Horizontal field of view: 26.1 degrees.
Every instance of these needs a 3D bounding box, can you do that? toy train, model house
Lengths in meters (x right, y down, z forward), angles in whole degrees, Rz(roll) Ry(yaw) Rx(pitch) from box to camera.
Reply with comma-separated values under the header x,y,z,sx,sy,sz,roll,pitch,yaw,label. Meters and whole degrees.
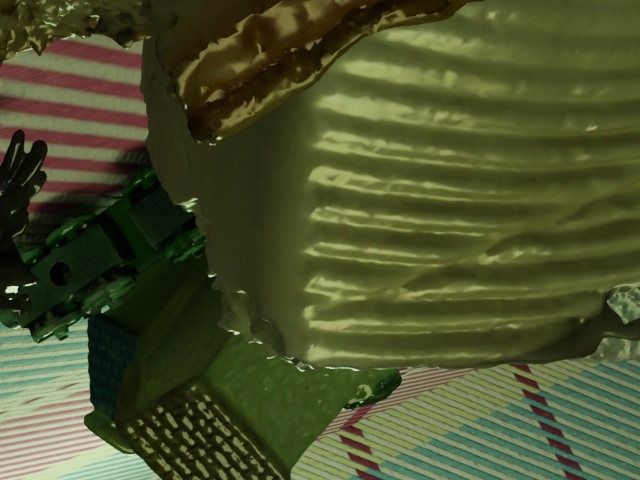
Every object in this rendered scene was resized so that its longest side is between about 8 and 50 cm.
x,y,z,sx,sy,sz,roll,pitch,yaw,label
-0.132,-0.009,1.035,0.251,0.085,0.119,-32,179,13,toy train
-0.085,0.108,1.101,0.189,0.195,0.214,-48,-146,-19,model house

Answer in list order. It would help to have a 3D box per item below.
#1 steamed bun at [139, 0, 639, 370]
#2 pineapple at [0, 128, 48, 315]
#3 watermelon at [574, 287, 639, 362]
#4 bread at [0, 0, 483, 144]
x,y,z,sx,sy,sz,roll,pitch,yaw,label
0.034,-0.094,0.750,0.290,0.272,0.273,-16,121,-32,steamed bun
-0.304,0.041,0.802,0.340,0.169,0.169,-34,168,-14,pineapple
0.285,0.018,1.484,0.228,0.258,0.387,-33,172,-1,watermelon
0.014,-0.154,0.538,0.380,0.185,0.109,-27,160,5,bread
